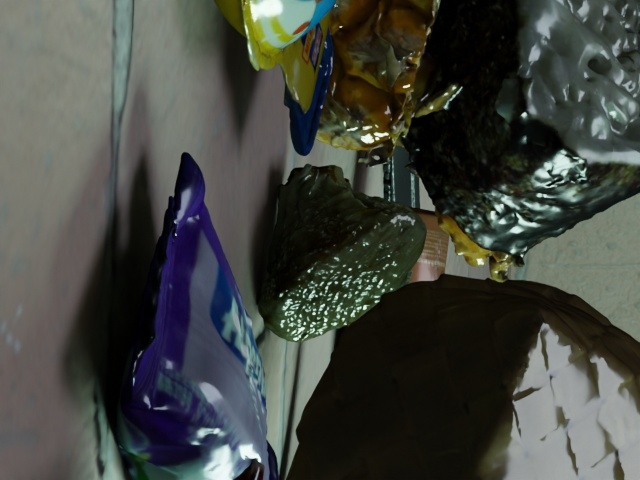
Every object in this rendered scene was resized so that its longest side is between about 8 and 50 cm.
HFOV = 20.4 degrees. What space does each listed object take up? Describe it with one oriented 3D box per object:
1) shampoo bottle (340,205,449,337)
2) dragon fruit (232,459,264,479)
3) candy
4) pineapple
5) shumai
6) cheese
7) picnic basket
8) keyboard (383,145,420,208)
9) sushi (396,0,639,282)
[{"bbox_3d":[0.057,0.093,1.475,0.085,0.085,0.244,31,64,-78],"label":"shampoo bottle"},{"bbox_3d":[-0.106,0.260,0.720,0.329,0.228,0.286,15,48,-60],"label":"dragon fruit"},{"bbox_3d":[-0.059,0.094,0.908,0.275,0.070,0.145,78,14,-47],"label":"candy"},{"bbox_3d":[0.042,-0.174,1.246,0.186,0.114,0.236,-31,136,-77],"label":"pineapple"},{"bbox_3d":[0.000,-0.001,1.163,0.087,0.124,0.099,55,2,29],"label":"shumai"},{"bbox_3d":[-0.018,-0.157,0.970,0.270,0.069,0.177,81,18,-55],"label":"cheese"},{"bbox_3d":[0.087,0.165,1.193,0.337,0.337,0.293,58,51,-73],"label":"picnic basket"},{"bbox_3d":[0.074,-0.045,1.665,0.231,0.023,0.072,85,22,-44],"label":"keyboard"},{"bbox_3d":[0.141,-0.166,1.434,0.207,0.234,0.348,-33,-129,44],"label":"sushi"}]
